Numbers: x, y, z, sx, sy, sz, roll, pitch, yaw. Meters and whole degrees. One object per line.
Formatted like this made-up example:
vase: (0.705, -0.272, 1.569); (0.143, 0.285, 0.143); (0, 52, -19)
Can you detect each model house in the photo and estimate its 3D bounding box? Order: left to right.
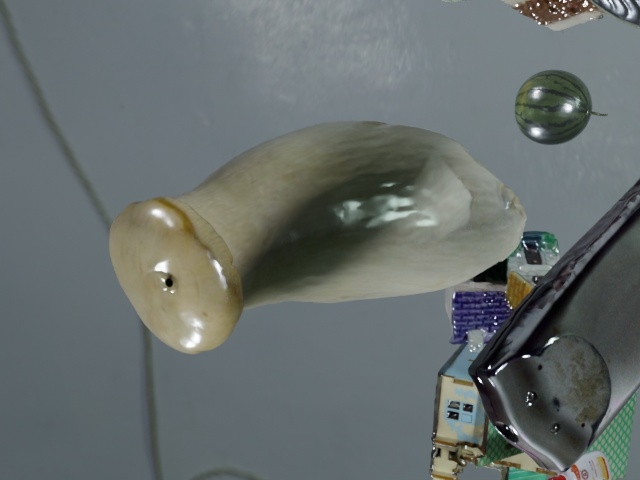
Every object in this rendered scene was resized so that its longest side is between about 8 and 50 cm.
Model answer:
model house: (0.159, 0.053, 1.164); (0.101, 0.100, 0.087); (1, 124, 0)
model house: (0.255, 0.200, 1.554); (0.206, 0.271, 0.178); (7, 103, 18)

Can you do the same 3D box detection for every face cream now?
face cream: (0.258, 0.236, 1.359); (0.021, 0.083, 0.040); (-22, 79, 49)

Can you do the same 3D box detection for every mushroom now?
mushroom: (-0.001, -0.010, 0.727); (0.096, 0.247, 0.108); (-32, 75, 47)

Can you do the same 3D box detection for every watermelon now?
watermelon: (0.333, -0.183, 1.876); (0.133, 0.105, 0.105); (8, 113, 31)

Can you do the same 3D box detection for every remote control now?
remote control: (0.136, -0.002, 0.515); (0.212, 0.028, 0.059); (-46, 113, -21)

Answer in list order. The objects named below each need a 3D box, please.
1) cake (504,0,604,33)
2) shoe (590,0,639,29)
cake: (0.256, -0.306, 1.431); (0.147, 0.134, 0.135); (33, 154, -32)
shoe: (0.357, -0.261, 1.256); (0.228, 0.112, 0.099); (8, 148, 21)
